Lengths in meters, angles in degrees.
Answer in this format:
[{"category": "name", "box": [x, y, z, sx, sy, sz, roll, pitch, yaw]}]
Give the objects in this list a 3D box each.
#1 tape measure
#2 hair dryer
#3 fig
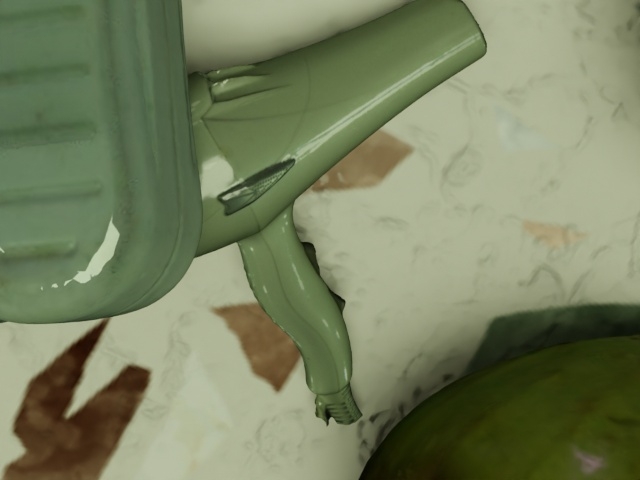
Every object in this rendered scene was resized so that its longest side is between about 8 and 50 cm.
[{"category": "tape measure", "box": [-0.161, -0.080, 0.791, 0.246, 0.125, 0.243, -5, 87, 16]}, {"category": "hair dryer", "box": [0.013, -0.029, 0.895, 0.219, 0.088, 0.225, -46, 123, 8]}, {"category": "fig", "box": [0.120, 0.152, 0.900, 0.207, 0.207, 0.230, 27, 100, -16]}]
